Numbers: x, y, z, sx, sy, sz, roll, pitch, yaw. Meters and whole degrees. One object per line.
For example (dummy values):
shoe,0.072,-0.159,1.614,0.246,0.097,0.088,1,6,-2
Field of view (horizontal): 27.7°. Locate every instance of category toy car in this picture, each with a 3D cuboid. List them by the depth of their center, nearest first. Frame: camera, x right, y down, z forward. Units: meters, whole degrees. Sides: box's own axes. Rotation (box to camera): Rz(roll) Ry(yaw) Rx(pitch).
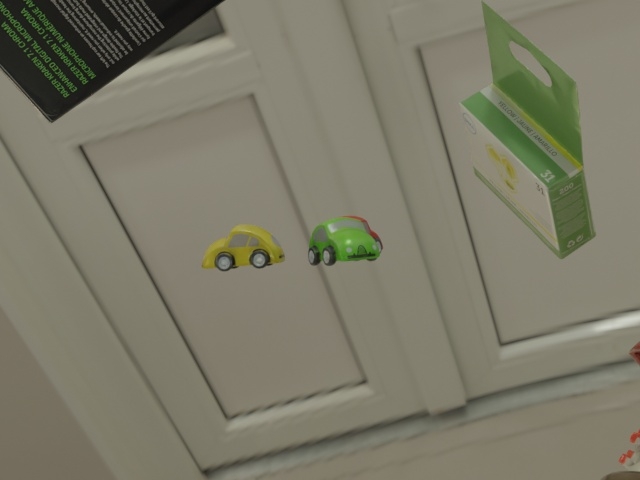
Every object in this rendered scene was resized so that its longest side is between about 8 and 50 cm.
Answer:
toy car,0.000,0.000,1.505,0.239,0.053,0.225,-6,2,-25

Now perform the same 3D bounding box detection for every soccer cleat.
soccer cleat,0.355,0.216,1.288,0.076,0.196,0.068,29,79,7

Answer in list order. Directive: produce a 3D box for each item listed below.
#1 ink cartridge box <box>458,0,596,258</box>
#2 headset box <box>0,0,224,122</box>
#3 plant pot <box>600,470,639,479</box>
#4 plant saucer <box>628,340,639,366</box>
ink cartridge box,0.210,-0.112,1.358,0.056,0.235,0.171,-32,49,-8
headset box,-0.113,-0.233,0.753,0.283,0.131,0.246,-34,37,6
plant pot,0.239,0.226,0.877,0.237,0.237,0.110,8,70,28
plant saucer,0.495,0.144,1.384,0.259,0.258,0.048,-4,62,33
